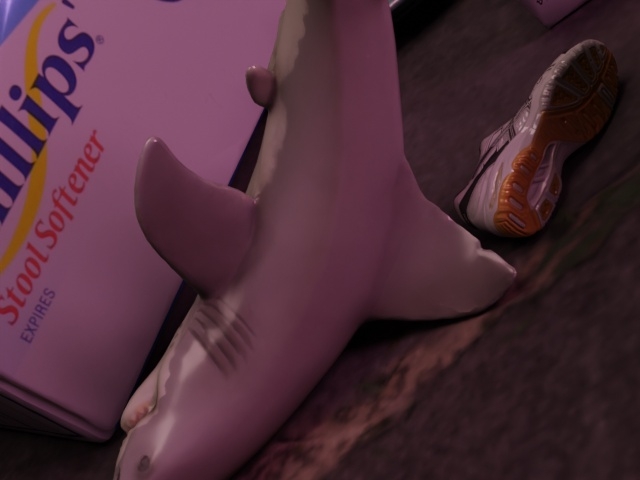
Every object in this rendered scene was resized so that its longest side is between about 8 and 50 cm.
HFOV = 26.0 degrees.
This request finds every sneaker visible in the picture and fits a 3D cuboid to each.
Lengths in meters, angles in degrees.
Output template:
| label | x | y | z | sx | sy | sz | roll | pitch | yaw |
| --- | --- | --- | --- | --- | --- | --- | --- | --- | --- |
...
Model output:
| label | x | y | z | sx | sy | sz | roll | pitch | yaw |
| --- | --- | --- | --- | --- | --- | --- | --- | --- | --- |
| sneaker | 0.075 | -0.039 | 0.496 | 0.037 | 0.032 | 0.083 | 3 | 53 | 57 |

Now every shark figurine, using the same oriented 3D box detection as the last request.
| label | x | y | z | sx | sy | sz | roll | pitch | yaw |
| --- | --- | --- | --- | --- | --- | --- | --- | --- | --- |
| shark figurine | 0.013 | -0.026 | 0.462 | 0.116 | 0.278 | 0.166 | 28 | 36 | 25 |

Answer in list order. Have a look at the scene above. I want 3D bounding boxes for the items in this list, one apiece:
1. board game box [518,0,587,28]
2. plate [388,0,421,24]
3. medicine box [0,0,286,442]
| label | x | y | z | sx | sy | sz | roll | pitch | yaw |
| --- | --- | --- | --- | --- | --- | --- | --- | --- | --- |
| board game box | 0.117 | -0.261 | 0.605 | 0.193 | 0.053 | 0.305 | -34 | 51 | 23 |
| plate | 0.029 | -0.149 | 0.729 | 0.188 | 0.024 | 0.188 | -34 | 28 | 21 |
| medicine box | -0.175 | -0.053 | 0.707 | 0.289 | 0.149 | 0.263 | -3 | 58 | 52 |
